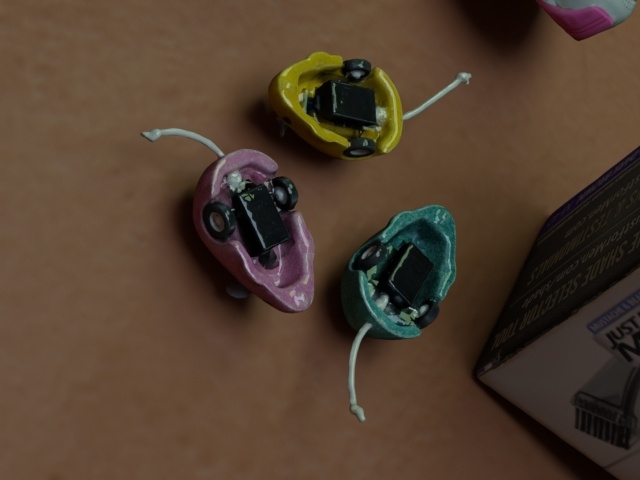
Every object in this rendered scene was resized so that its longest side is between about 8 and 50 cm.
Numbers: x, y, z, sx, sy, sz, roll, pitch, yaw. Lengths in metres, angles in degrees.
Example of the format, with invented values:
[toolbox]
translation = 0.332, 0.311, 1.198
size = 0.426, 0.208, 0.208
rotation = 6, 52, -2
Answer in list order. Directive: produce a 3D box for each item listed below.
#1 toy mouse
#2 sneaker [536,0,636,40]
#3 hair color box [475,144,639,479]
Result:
[toy mouse]
translation = 0.000, 0.000, 0.644
size = 0.161, 0.031, 0.143
rotation = 3, 74, -40
[sneaker]
translation = 0.127, -0.211, 0.749
size = 0.103, 0.111, 0.252
rotation = 26, 59, -53
[hair color box]
translation = 0.255, 0.081, 0.679
size = 0.339, 0.185, 0.110
rotation = 35, 54, -9
